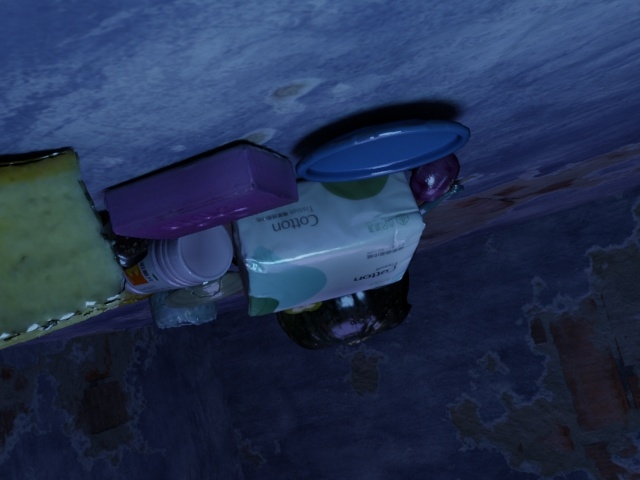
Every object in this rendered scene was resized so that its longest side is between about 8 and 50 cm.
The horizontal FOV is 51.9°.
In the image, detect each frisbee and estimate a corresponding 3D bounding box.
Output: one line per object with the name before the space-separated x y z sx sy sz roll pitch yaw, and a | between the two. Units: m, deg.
frisbee | 0.098 -0.154 1.070 0.290 0.049 0.289 -11 174 -1

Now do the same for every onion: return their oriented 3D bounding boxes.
onion | 0.220 -0.131 1.303 0.104 0.115 0.115 32 -167 25

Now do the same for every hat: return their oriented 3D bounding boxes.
hat | -0.318 0.090 1.801 0.252 0.109 0.252 -19 163 -6

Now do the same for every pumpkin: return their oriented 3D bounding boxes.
pumpkin | 0.068 0.155 2.058 0.455 0.343 0.454 -19 175 -2

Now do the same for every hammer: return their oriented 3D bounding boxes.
hammer | -0.484 0.104 1.119 0.242 0.095 0.409 -20 -161 46

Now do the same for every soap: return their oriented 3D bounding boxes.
soap | -0.186 -0.071 1.059 0.260 0.081 0.181 -16 171 18

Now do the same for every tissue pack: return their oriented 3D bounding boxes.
tissue pack | 0.001 0.001 1.329 0.357 0.193 0.266 -13 155 -11

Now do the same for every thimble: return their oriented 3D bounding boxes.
thimble | -0.432 0.190 2.066 0.205 0.171 0.250 -10 172 -13

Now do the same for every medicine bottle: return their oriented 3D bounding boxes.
medicine bottle | -0.295 0.033 1.300 0.250 0.133 0.133 -10 176 44

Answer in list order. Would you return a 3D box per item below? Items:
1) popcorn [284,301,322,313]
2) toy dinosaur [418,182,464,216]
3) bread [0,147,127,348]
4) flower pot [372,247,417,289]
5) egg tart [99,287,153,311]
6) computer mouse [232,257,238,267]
popcorn | -0.069 0.075 1.700 0.250 0.234 0.242 0 149 37
toy dinosaur | 0.150 -0.054 1.738 0.384 0.129 0.331 -10 160 -18
bread | -0.419 0.021 0.740 0.279 0.248 0.315 -21 -177 12
flower pot | 0.102 -0.010 1.582 0.235 0.235 0.148 -12 -170 -14
egg tart | -0.522 0.103 1.535 0.294 0.123 0.294 -12 175 -1
computer mouse | -0.155 0.049 1.868 0.168 0.087 0.295 -16 168 15
